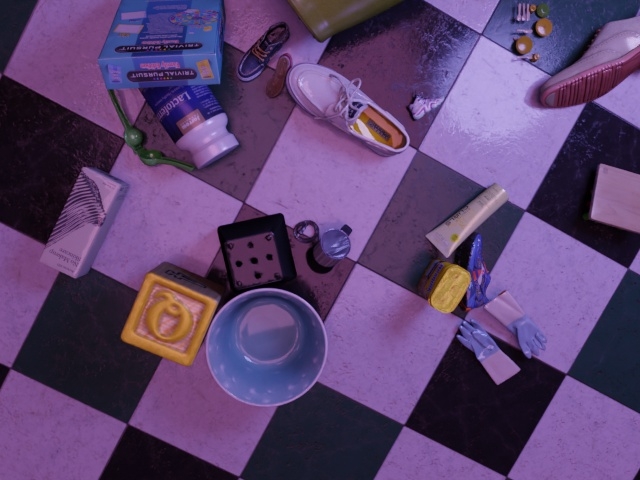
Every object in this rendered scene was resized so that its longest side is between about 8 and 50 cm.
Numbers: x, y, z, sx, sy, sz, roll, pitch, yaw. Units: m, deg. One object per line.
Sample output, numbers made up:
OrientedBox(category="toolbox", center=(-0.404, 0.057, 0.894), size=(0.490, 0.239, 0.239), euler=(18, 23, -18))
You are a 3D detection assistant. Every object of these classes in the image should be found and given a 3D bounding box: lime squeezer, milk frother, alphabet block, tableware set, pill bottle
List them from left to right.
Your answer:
OrientedBox(category="lime squeezer", center=(-0.462, -0.260, 1.488), size=(0.310, 0.110, 0.059), euler=(45, 58, 0))
OrientedBox(category="alphabet block", center=(-0.376, 0.184, 1.492), size=(0.193, 0.197, 0.193), euler=(22, 95, -6))
OrientedBox(category="pill bottle", center=(-0.332, -0.325, 1.461), size=(0.153, 0.153, 0.265), euler=(-33, 97, 1))
OrientedBox(category="milk frother", center=(0.000, 0.000, 1.525), size=(0.143, 0.135, 0.129), euler=(24, 64, -8))
OrientedBox(category="tableware set", center=(0.576, -0.564, 1.555), size=(0.103, 0.024, 0.154), euler=(-1, 95, -6))

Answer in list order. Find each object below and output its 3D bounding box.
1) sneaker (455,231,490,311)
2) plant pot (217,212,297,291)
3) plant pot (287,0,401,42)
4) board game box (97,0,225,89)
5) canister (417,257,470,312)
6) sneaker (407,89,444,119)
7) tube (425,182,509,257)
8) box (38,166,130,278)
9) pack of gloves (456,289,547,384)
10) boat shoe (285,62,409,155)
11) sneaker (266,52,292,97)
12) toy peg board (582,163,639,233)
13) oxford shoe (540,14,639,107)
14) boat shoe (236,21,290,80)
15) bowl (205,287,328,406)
OrientedBox(category="sneaker", center=(0.429, 0.085, 1.597), size=(0.087, 0.083, 0.221), euler=(-2, 102, -17))
OrientedBox(category="plant pot", center=(-0.171, 0.041, 1.505), size=(0.188, 0.167, 0.188), euler=(-12, 96, -1))
OrientedBox(category="plant pot", center=(0.064, -0.676, 1.369), size=(0.353, 0.366, 0.366), euler=(-36, 97, 12))
OrientedBox(category="board game box", center=(-0.362, -0.484, 1.365), size=(0.253, 0.336, 0.079), euler=(-3, 136, -2))
OrientedBox(category="canister", center=(0.326, 0.116, 1.539), size=(0.073, 0.170, 0.126), euler=(30, 94, -6))
OrientedBox(category="sneaker", center=(0.280, -0.379, 1.548), size=(0.098, 0.038, 0.069), euler=(-35, 98, 0))
OrientedBox(category="tube", center=(0.409, -0.059, 1.578), size=(0.240, 0.070, 0.062), euler=(-40, 108, 3))
OrientedBox(category="box", center=(-0.616, -0.049, 1.504), size=(0.113, 0.094, 0.275), euler=(25, 94, -6))
OrientedBox(category="pack of gloves", center=(0.513, 0.272, 1.636), size=(0.195, 0.046, 0.232), euler=(-38, 102, 15))
OrientedBox(category="boat shoe", center=(0.076, -0.333, 1.467), size=(0.367, 0.156, 0.136), euler=(35, 91, -12))
OrientedBox(category="sneaker", center=(-0.107, -0.440, 1.522), size=(0.042, 0.067, 0.118), euler=(25, 124, -8))
OrientedBox(category="toy peg board", center=(0.819, -0.109, 1.602), size=(0.161, 0.079, 0.161), euler=(15, 80, -6))
OrientedBox(category="oxford shoe", center=(0.760, -0.489, 1.540), size=(0.396, 0.140, 0.147), euler=(-25, 66, 4))
OrientedBox(category="boat shoe", center=(-0.152, -0.494, 1.487), size=(0.065, 0.083, 0.183), euler=(44, 92, -7))
OrientedBox(category="bowl", center=(-0.142, 0.265, 1.531), size=(0.311, 0.163, 0.312), euler=(-1, 97, -5))
